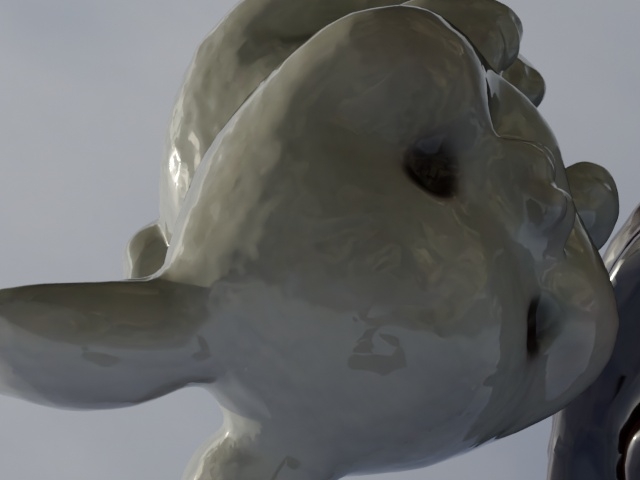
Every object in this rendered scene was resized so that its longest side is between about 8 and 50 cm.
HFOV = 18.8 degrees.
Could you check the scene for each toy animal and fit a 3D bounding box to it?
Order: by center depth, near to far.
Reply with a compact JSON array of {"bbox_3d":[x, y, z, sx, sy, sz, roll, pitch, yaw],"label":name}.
[{"bbox_3d":[-0.003,0.002,0.574,0.127,0.179,0.193,54,-157,-21],"label":"toy animal"}]

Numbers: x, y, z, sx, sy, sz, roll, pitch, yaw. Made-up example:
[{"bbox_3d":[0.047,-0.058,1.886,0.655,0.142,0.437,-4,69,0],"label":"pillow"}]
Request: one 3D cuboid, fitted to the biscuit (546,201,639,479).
[{"bbox_3d":[0.254,0.131,0.665,0.407,0.407,0.091,30,-143,25],"label":"biscuit"}]
